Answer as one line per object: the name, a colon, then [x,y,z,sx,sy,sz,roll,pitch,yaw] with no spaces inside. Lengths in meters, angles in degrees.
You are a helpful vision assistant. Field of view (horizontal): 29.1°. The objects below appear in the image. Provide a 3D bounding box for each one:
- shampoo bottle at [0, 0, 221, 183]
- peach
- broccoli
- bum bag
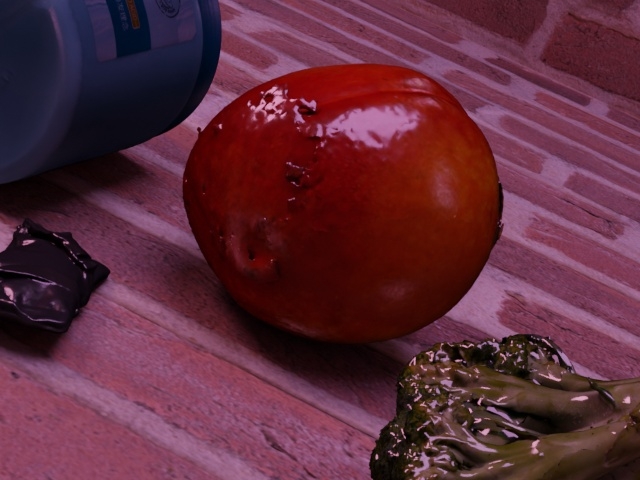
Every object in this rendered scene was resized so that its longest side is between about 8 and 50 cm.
shampoo bottle: [-0.349,-0.257,1.561,0.331,0.331,0.343,29,25,15]
peach: [0.025,-0.051,1.441,0.370,0.370,0.370,20,22,-8]
broccoli: [0.199,0.221,1.093,0.304,0.283,0.321,54,31,-7]
bum bag: [-0.296,0.035,1.304,0.123,0.060,0.248,20,22,-4]
